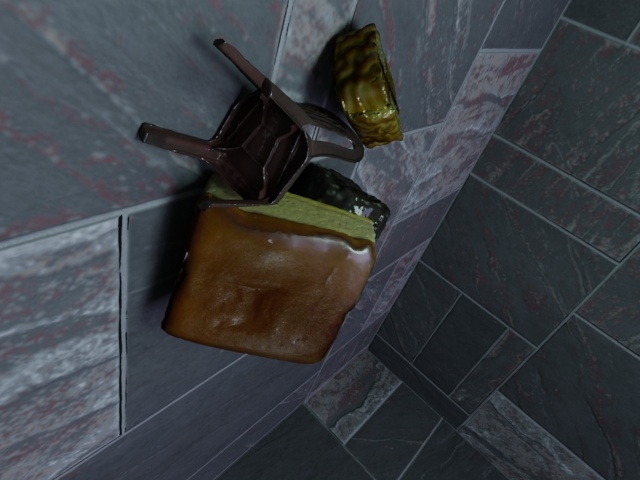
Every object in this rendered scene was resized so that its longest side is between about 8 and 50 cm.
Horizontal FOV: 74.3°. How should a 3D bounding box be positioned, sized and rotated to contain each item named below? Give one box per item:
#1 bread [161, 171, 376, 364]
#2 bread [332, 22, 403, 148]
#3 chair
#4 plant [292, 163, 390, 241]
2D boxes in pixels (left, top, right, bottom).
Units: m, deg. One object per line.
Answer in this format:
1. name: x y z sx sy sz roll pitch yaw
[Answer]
1. bread: -0.100 0.068 0.797 0.143 0.332 0.324 -96 -155 -56
2. bread: 0.096 -0.281 0.813 0.095 0.182 0.222 -10 166 18
3. chair: -0.078 -0.156 0.678 0.183 0.176 0.326 -49 160 17
4. plant: 0.000 0.000 0.993 0.312 0.215 0.213 -53 157 14
